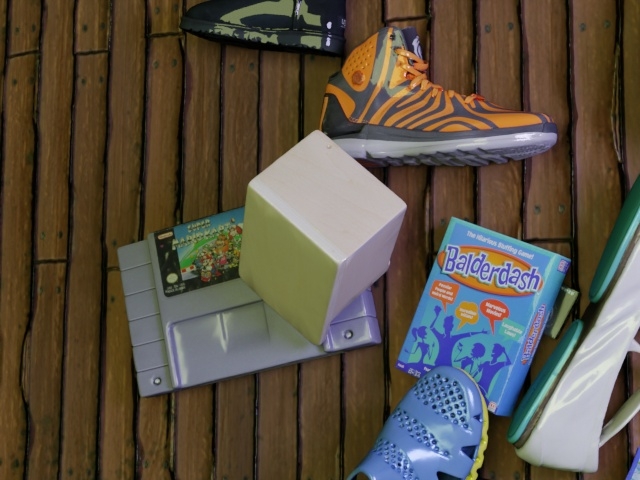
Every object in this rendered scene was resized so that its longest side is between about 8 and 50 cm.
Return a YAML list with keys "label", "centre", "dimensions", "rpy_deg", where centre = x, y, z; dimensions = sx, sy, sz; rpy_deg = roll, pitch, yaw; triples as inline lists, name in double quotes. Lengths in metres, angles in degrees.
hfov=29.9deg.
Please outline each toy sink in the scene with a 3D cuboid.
- label: "toy sink"
  centre: [0.000, 0.000, 1.507]
  dimensions: [0.153, 0.234, 0.131]
  rpy_deg: [41, 63, 17]

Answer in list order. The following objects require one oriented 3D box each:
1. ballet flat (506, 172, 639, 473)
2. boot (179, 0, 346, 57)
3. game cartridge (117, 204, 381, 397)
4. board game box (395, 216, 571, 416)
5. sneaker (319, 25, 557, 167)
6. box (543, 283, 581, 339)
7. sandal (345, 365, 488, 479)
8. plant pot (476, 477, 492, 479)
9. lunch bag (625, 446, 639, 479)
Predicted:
- label: "ballet flat"
  centre: [0.362, 0.101, 1.432]
  dimensions: [0.139, 0.139, 0.400]
  rpy_deg: [29, 98, 23]
- label: "boot"
  centre: [-0.064, -0.370, 1.666]
  dimensions: [0.247, 0.094, 0.207]
  rpy_deg: [9, 90, 16]
- label: "game cartridge"
  centre: [-0.107, 0.069, 1.649]
  dimensions: [0.355, 0.068, 0.230]
  rpy_deg: [-16, 82, 19]
- label: "board game box"
  centre: [0.201, 0.093, 1.507]
  dimensions: [0.160, 0.047, 0.210]
  rpy_deg: [21, 91, 37]
- label: "sneaker"
  centre: [0.145, -0.190, 1.545]
  dimensions: [0.321, 0.124, 0.180]
  rpy_deg: [1, 84, 22]
- label: "box"
  centre: [0.276, 0.076, 1.513]
  dimensions: [0.083, 0.018, 0.067]
  rpy_deg: [30, 95, 23]
- label: "sandal"
  centre: [0.088, 0.289, 1.428]
  dimensions: [0.126, 0.138, 0.317]
  rpy_deg: [27, 85, 37]
- label: "plant pot"
  centre: [0.233, 0.394, 1.410]
  dimensions: [0.188, 0.167, 0.187]
  rpy_deg: [9, 86, 24]
- label: "lunch bag"
  centre: [0.414, 0.324, 1.390]
  dimensions: [0.129, 0.096, 0.151]
  rpy_deg: [11, 73, 25]
